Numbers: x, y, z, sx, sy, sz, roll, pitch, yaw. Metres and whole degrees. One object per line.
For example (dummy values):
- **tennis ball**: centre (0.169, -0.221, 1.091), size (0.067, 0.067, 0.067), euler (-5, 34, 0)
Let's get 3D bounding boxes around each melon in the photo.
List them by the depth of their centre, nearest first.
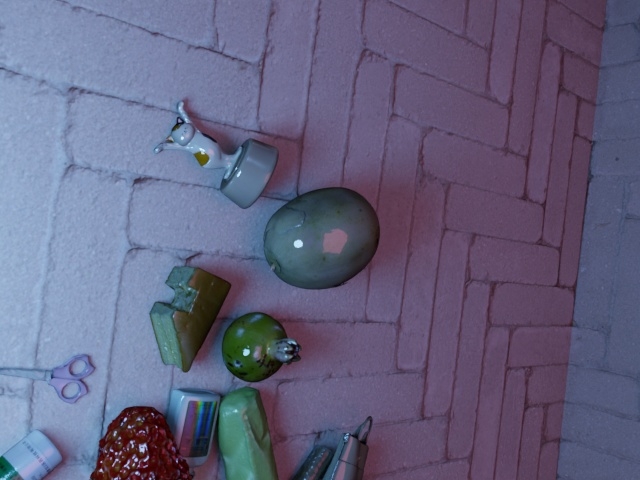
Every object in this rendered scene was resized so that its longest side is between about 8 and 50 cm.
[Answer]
- **melon**: centre (0.000, 0.000, 1.784), size (0.330, 0.269, 0.268), euler (-25, 110, -32)

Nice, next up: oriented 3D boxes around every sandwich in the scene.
- **sandwich**: centre (-0.325, 0.183, 1.605), size (0.128, 0.122, 0.235), euler (35, 71, -40)

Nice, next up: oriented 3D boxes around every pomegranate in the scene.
- **pomegranate**: centre (-0.145, 0.266, 1.727), size (0.179, 0.211, 0.179), euler (-16, 90, -78)

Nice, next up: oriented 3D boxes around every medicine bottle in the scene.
- **medicine bottle**: centre (-0.653, 0.501, 1.358), size (0.260, 0.095, 0.095), euler (-41, 119, -31)
- **medicine bottle**: centre (-0.324, 0.483, 1.658), size (0.121, 0.083, 0.228), euler (15, 84, -44)

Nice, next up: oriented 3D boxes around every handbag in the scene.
- **handbag**: centre (0.074, 0.665, 2.002), size (0.241, 0.109, 0.315), euler (59, 46, -62)

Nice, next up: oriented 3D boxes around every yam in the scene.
- **yam**: centre (-0.031, 0.674, 1.951), size (0.169, 0.068, 0.068), euler (-52, 124, -21)

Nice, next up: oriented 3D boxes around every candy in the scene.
- **candy**: centre (-0.181, 0.553, 1.760), size (0.142, 0.132, 0.343), euler (-20, 107, -36)

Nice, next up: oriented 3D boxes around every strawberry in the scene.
- **strawberry**: centre (-0.395, 0.465, 1.523), size (0.234, 0.234, 0.177), euler (15, 69, -42)

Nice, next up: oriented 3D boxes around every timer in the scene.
- **timer**: centre (-0.257, -0.211, 1.642), size (0.266, 0.175, 0.175), euler (28, 74, -21)

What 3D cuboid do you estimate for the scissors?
- **scissors**: centre (-0.590, 0.289, 1.443), size (0.212, 0.021, 0.110), euler (18, 84, -41)
